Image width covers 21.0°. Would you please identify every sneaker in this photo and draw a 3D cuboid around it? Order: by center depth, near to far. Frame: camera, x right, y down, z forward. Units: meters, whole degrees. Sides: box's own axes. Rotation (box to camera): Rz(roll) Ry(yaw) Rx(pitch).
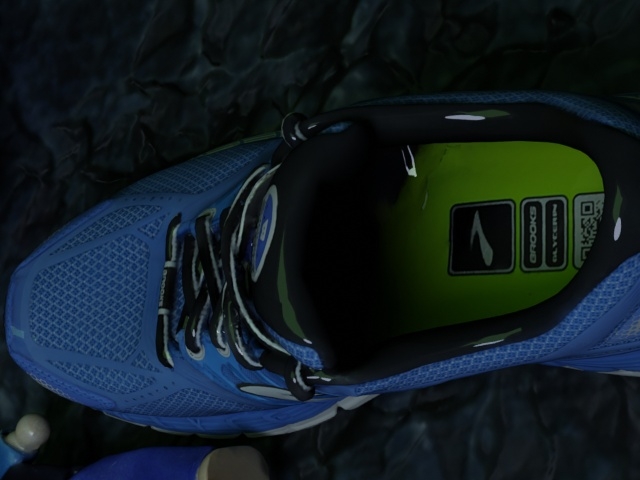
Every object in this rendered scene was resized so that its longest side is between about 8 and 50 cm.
[{"bbox_3d":[0.000,0.000,0.630,0.330,0.147,0.130,-12,75,33],"label":"sneaker"}]

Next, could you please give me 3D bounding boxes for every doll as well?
[{"bbox_3d":[-0.107,0.135,0.722,0.189,0.046,0.129,-13,74,34],"label":"doll"}]
